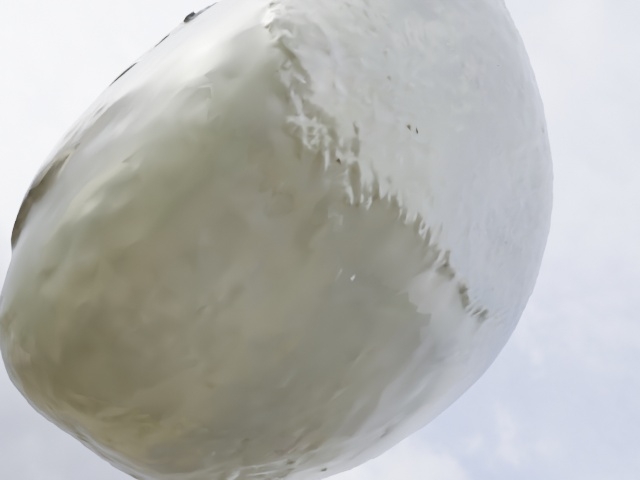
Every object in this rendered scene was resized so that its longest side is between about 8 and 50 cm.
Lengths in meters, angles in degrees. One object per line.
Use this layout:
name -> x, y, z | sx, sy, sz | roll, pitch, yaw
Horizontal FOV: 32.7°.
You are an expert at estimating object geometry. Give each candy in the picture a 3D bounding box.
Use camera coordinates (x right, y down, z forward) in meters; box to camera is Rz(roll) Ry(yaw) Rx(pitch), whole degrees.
candy -> 0.000, 0.000, 0.493 | 0.185, 0.295, 0.295 | 42, -35, 13
